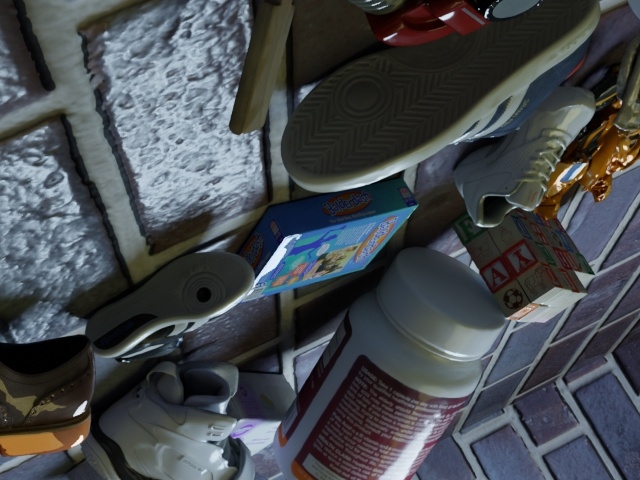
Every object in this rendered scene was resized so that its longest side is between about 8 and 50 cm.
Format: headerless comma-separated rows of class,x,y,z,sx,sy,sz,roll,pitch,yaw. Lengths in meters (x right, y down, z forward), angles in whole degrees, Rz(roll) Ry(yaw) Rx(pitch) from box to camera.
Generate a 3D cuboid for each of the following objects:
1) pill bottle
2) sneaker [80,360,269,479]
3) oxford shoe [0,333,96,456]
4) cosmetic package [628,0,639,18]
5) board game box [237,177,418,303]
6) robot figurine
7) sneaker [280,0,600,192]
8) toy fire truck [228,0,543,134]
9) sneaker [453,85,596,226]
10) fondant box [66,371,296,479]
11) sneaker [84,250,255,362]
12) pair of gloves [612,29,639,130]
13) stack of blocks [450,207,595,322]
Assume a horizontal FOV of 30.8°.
pill bottle,0.106,0.216,1.777,0.224,0.224,0.392,-5,133,-49
sneaker,-0.148,0.309,1.698,0.366,0.137,0.210,32,118,-22
oxford shoe,-0.412,0.158,1.237,0.363,0.130,0.133,-2,115,-39
cosmetic package,0.416,-0.307,1.161,0.238,0.127,0.107,-31,161,1
board game box,0.000,0.000,1.458,0.210,0.047,0.160,-13,155,-36
robot figurine,0.396,-0.145,1.587,0.211,0.085,0.291,-19,158,-28
sneaker,0.127,-0.136,1.175,0.350,0.131,0.148,-28,156,-2
toy fire truck,0.035,-0.194,0.916,0.246,0.158,0.217,-25,164,23
sneaker,0.268,-0.095,1.463,0.090,0.115,0.232,16,136,-29
fondant box,-0.218,0.341,1.926,0.330,0.096,0.238,-37,159,17
sneaker,-0.166,0.079,1.399,0.217,0.079,0.121,-24,165,10
pair of gloves,0.452,-0.223,1.411,0.240,0.042,0.204,-3,123,-44
stack of blocks,0.331,0.034,1.811,0.087,0.171,0.297,-37,160,21
